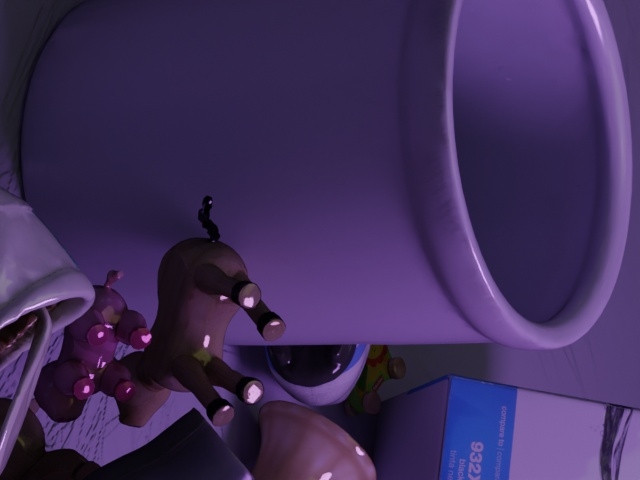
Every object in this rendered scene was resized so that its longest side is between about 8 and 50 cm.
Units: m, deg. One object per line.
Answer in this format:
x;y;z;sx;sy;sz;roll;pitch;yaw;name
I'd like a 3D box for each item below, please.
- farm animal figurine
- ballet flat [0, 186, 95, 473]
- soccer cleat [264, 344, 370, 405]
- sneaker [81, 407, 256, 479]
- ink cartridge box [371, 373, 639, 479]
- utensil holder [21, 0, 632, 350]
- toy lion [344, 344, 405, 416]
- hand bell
-0.172;0.163;1.164;0.330;0.172;0.326;-29;123;-20;farm animal figurine
-0.271;0.145;0.950;0.400;0.139;0.139;-56;136;-17;ballet flat
0.000;0.000;1.561;0.143;0.116;0.331;72;22;-67;soccer cleat
-0.073;0.221;1.089;0.118;0.083;0.222;-35;124;-13;sneaker
0.227;0.234;1.637;0.308;0.223;0.129;11;73;-14;ink cartridge box
0.007;-0.075;1.295;0.328;0.386;0.327;6;83;-58;utensil holder
0.045;0.116;1.676;0.100;0.034;0.096;-50;121;-47;toy lion
-0.065;0.272;1.444;0.242;0.126;0.126;-53;132;-28;hand bell
